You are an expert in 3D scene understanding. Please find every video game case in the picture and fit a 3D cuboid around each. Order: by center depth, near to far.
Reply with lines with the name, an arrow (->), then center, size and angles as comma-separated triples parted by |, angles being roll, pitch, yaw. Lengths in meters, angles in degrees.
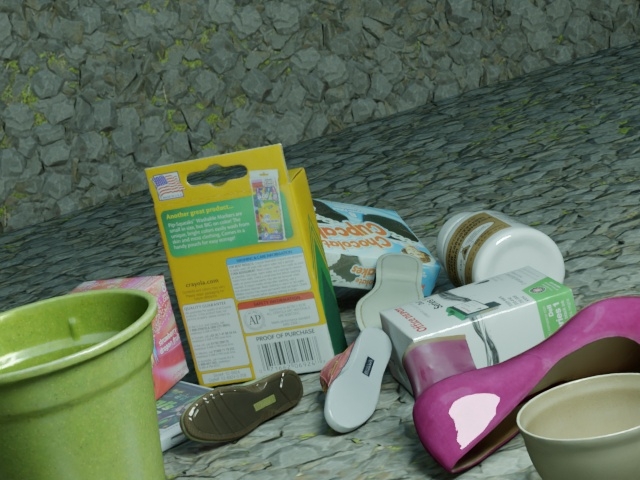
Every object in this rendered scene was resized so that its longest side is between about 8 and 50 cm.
video game case -> -0.215, 0.235, 2.231 | 0.173, 0.022, 0.190 | -23, 17, -34

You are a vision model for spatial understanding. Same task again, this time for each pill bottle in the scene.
pill bottle -> 0.246, 0.027, 2.378 | 0.131, 0.131, 0.229 | -16, 14, -11

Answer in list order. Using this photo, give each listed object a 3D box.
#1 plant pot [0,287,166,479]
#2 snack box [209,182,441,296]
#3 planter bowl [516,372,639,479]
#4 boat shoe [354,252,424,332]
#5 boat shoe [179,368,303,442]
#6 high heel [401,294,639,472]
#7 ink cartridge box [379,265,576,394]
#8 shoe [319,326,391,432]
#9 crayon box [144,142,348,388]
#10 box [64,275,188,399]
plant pot -> -0.286, 0.219, 1.887 | 0.276, 0.254, 0.276 | -13, 15, 4
snack box -> 0.000, 0.000, 2.495 | 0.321, 0.060, 0.187 | 8, 25, -27
planter bowl -> 0.285, 0.213, 1.664 | 0.162, 0.109, 0.162 | -13, 13, 3
boat shoe -> 0.096, 0.099, 2.336 | 0.095, 0.079, 0.254 | 3, 24, 3
boat shoe -> -0.110, 0.217, 2.143 | 0.190, 0.068, 0.072 | -13, -2, -41
high heel -> 0.287, 0.175, 1.908 | 0.377, 0.127, 0.181 | -11, 42, -6
ink cartridge box -> 0.202, 0.118, 2.144 | 0.219, 0.093, 0.160 | -16, 14, -11
shoe -> 0.033, 0.189, 2.112 | 0.081, 0.063, 0.178 | -46, 12, 41
crayon box -> -0.100, 0.029, 2.303 | 0.203, 0.323, 0.083 | -9, 15, 16
box -> -0.314, 0.168, 2.227 | 0.142, 0.154, 0.300 | -7, 15, 25
